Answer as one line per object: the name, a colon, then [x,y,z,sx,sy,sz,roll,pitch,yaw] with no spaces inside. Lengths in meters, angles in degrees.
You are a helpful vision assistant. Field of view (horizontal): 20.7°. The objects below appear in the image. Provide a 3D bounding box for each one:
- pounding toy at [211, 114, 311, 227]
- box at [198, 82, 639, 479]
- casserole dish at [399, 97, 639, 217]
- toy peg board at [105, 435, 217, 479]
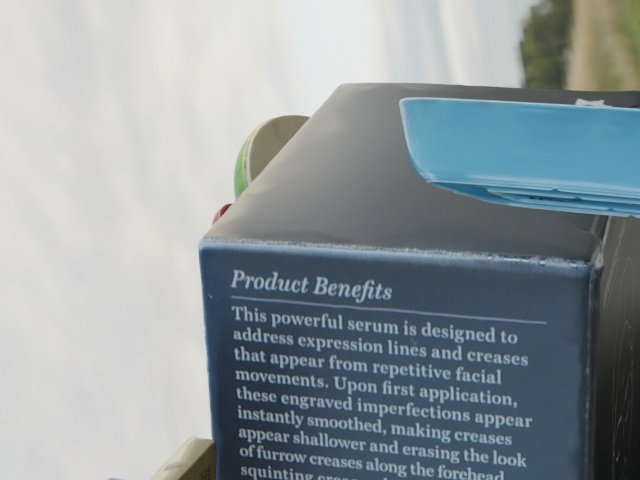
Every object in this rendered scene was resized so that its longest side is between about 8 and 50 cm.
pounding toy: [0.000,0.000,1.454,0.236,0.110,0.183,-1,-120,-47]
box: [0.079,0.134,1.060,0.293,0.212,0.396,-53,-36,-64]
casserole dish: [0.119,-0.032,0.747,0.114,0.188,0.037,13,-95,-58]
toy peg board: [-0.117,0.195,0.870,0.160,0.079,0.161,-44,-40,-66]
